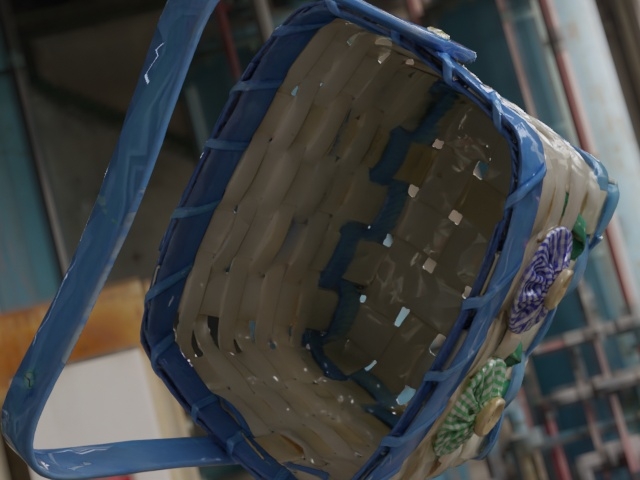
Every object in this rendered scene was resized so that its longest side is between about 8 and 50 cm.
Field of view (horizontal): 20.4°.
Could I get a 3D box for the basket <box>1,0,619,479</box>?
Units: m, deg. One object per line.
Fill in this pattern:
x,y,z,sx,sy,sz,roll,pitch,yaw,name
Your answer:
0.000,0.000,0.864,0.289,0.201,0.255,9,-67,-44,basket
